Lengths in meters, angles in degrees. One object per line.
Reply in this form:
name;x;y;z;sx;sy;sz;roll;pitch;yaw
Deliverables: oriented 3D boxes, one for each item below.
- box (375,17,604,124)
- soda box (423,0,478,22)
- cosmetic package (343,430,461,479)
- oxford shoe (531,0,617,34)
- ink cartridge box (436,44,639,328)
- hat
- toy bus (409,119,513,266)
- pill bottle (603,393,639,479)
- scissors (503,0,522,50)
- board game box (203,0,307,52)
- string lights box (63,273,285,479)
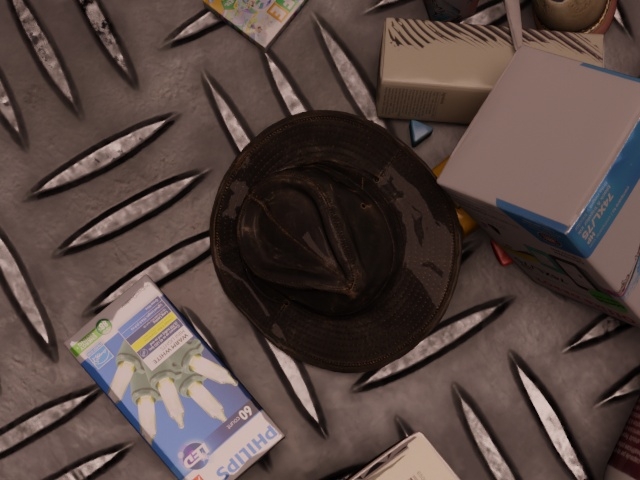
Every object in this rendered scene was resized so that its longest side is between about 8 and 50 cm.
box;0.209;-0.205;1.779;0.275;0.113;0.094;4;71;-1
soda box;0.164;-0.325;1.765;0.063;0.183;0.058;-17;81;-2
cosmetic package;0.082;0.309;1.604;0.153;0.296;0.129;-37;82;-7
oxford shoe;0.323;-0.452;1.796;0.140;0.146;0.397;-4;79;16
ink cartridge box;0.313;-0.056;1.651;0.198;0.270;0.197;25;80;43
hat;0.000;0.000;1.692;0.331;0.134;0.331;0;90;17
toy bus;0.166;-0.053;1.761;0.191;0.104;0.202;5;80;1
pill bottle;0.466;0.239;1.645;0.224;0.224;0.392;26;89;4
scissors;0.240;-0.354;1.796;0.109;0.021;0.297;-6;59;-25
board game box;-0.064;-0.334;1.844;0.103;0.026;0.154;37;82;5
string lights box;-0.176;0.183;1.732;0.133;0.077;0.259;-41;83;-8
